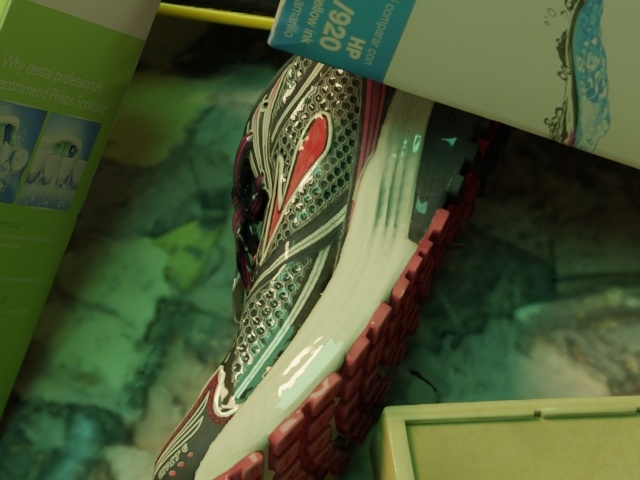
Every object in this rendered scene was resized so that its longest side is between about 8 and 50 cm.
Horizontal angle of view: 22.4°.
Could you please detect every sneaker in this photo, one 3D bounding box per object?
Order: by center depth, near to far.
[{"bbox_3d":[0.000,0.000,0.740,0.112,0.121,0.299,22,63,11],"label":"sneaker"}]

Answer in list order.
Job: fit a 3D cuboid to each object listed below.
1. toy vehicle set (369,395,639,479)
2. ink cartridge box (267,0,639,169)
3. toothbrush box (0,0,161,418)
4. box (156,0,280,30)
[{"bbox_3d":[0.119,0.183,0.622,0.166,0.035,0.266,0,54,-11],"label":"toy vehicle set"},{"bbox_3d":[0.123,-0.152,0.669,0.233,0.168,0.171,18,47,-4],"label":"ink cartridge box"},{"bbox_3d":[-0.218,-0.060,0.753,0.206,0.122,0.283,23,97,23],"label":"toothbrush box"},{"bbox_3d":[-0.065,-0.273,0.799,0.257,0.322,0.079,10,26,9],"label":"box"}]
